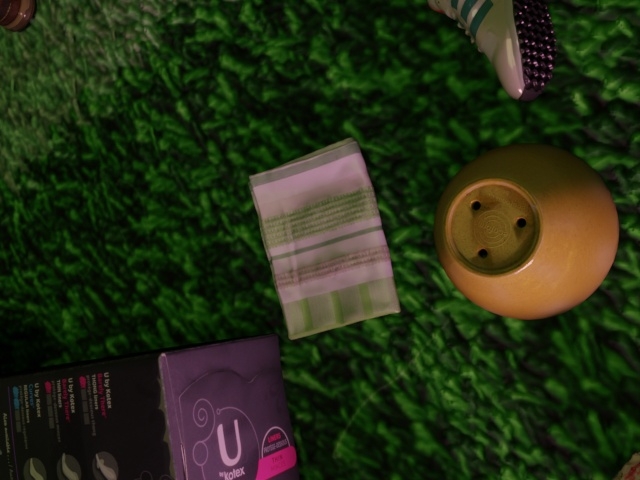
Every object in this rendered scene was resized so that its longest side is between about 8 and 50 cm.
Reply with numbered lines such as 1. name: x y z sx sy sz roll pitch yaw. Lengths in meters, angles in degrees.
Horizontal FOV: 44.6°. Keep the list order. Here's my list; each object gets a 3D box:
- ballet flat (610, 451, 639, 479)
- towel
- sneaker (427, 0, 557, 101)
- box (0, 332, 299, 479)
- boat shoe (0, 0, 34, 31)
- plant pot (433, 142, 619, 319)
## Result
1. ballet flat: 0.260 0.251 0.500 0.241 0.091 0.077 64 145 19
2. towel: 0.000 0.000 0.664 0.113 0.023 0.152 -18 81 27
3. sneaker: 0.124 -0.175 0.591 0.075 0.057 0.161 -18 82 44
4. box: -0.178 0.172 0.675 0.270 0.165 0.143 -13 84 28
5. boat shoe: -0.376 -0.307 0.850 0.064 0.060 0.178 -41 71 21
6. plant pot: 0.134 -0.008 0.552 0.134 0.095 0.134 -1 88 28
